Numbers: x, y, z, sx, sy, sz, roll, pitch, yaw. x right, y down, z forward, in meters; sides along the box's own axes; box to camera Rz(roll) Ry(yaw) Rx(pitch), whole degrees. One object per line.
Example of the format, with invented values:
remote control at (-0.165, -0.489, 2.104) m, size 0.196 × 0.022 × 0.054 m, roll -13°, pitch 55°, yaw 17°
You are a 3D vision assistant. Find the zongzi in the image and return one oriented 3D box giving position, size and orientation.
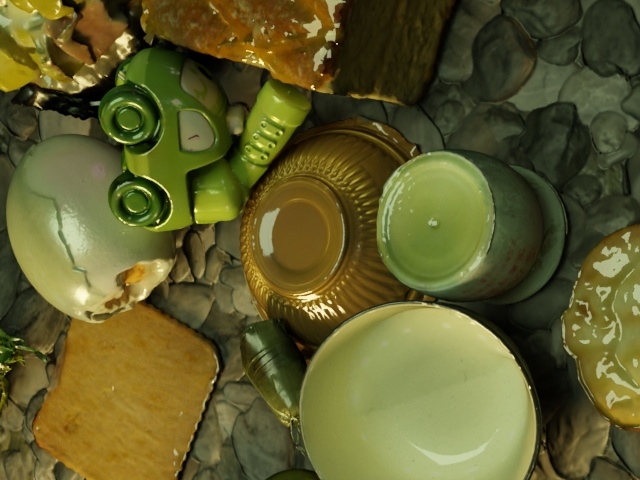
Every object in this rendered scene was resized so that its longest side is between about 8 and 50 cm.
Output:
zongzi at (-0.036, 0.168, 1.799) m, size 0.154 × 0.062 × 0.130 m, roll 61°, pitch 162°, yaw 20°

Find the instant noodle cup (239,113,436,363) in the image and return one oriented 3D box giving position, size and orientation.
instant noodle cup at (0.000, 0.000, 1.789) m, size 0.274 × 0.091 × 0.274 m, roll -3°, pitch 85°, yaw 34°

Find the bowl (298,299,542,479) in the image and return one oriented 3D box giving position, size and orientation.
bowl at (0.108, 0.159, 1.654) m, size 0.238 × 0.126 × 0.238 m, roll 4°, pitch 103°, yaw 17°

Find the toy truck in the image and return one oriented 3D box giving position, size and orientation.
toy truck at (-0.131, -0.097, 1.786) m, size 0.210 × 0.148 × 0.187 m, roll 14°, pitch 113°, yaw -5°

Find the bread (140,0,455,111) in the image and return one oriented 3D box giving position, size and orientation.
bread at (-0.008, -0.302, 1.746) m, size 0.279 × 0.207 × 0.279 m, roll 19°, pitch 98°, yaw 36°

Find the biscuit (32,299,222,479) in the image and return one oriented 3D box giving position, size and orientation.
biscuit at (-0.230, 0.182, 1.986) m, size 0.237 × 0.013 × 0.232 m, roll 28°, pitch 102°, yaw 34°

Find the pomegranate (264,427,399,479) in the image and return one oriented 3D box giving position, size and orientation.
pomegranate at (0.005, 0.281, 1.753) m, size 0.152 × 0.131 × 0.191 m, roll 23°, pitch 78°, yaw 39°

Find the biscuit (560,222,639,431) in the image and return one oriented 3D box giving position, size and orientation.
biscuit at (0.341, 0.080, 1.574) m, size 0.260 × 0.041 × 0.203 m, roll -7°, pitch 80°, yaw 34°

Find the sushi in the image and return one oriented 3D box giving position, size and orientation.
sushi at (-0.298, -0.308, 1.906) m, size 0.329 × 0.285 × 0.328 m, roll -3°, pitch 85°, yaw 36°

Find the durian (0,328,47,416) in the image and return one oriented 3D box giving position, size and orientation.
durian at (-0.451, 0.166, 2.086) m, size 0.375 × 0.106 × 0.132 m, roll -21°, pitch 73°, yaw 34°

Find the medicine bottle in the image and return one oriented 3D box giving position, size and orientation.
medicine bottle at (0.147, -0.011, 1.651) m, size 0.147 × 0.143 × 0.147 m, roll -6°, pitch 79°, yaw 36°

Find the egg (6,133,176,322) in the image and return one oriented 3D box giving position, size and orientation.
egg at (-0.267, -0.025, 1.921) m, size 0.183 × 0.183 × 0.217 m, roll -44°, pitch 73°, yaw 25°
